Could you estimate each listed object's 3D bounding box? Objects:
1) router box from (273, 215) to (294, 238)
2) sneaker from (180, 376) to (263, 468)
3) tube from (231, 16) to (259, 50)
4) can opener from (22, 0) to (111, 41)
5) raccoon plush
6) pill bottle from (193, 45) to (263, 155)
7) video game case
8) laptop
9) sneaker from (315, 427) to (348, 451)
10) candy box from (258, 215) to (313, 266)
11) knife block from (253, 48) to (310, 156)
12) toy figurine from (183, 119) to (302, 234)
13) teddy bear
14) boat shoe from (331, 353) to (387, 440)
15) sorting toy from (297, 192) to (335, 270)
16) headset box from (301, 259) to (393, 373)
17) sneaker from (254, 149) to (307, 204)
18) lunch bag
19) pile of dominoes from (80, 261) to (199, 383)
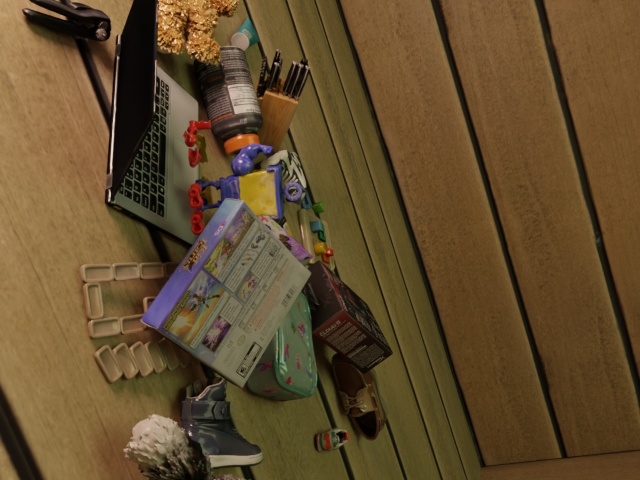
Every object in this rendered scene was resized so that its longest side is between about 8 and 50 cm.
[{"bbox_3d":[-0.115,0.029,1.527,0.179,0.046,0.133,-63,133,-61],"label":"router box"},{"bbox_3d":[-0.181,0.344,1.081,0.226,0.086,0.163,35,46,-58],"label":"sneaker"},{"bbox_3d":[-0.219,-0.616,1.719,0.207,0.052,0.080,-79,152,-60],"label":"tube"},{"bbox_3d":[-0.437,-0.384,0.998,0.186,0.073,0.059,-30,143,-66],"label":"can opener"},{"bbox_3d":[-0.094,0.468,0.849,0.446,0.299,0.216,60,44,-38],"label":"raccoon plush"},{"bbox_3d":[-0.218,-0.334,1.401,0.130,0.130,0.245,-12,87,-69],"label":"pill bottle"},{"bbox_3d":[-0.162,0.101,1.069,0.269,0.061,0.244,-59,135,-20],"label":"video game case"},{"bbox_3d":[-0.264,-0.245,1.070,0.408,0.236,0.381,39,42,-58],"label":"laptop"},{"bbox_3d":[0.049,0.537,1.550,0.161,0.075,0.057,27,51,-63],"label":"sneaker"},{"bbox_3d":[-0.134,0.007,1.330,0.196,0.070,0.165,43,18,11],"label":"candy box"},{"bbox_3d":[-0.099,-0.379,1.579,0.275,0.242,0.088,55,29,-43],"label":"knife block"},{"bbox_3d":[-0.141,-0.062,1.148,0.191,0.217,0.362,-116,-158,-77],"label":"toy figurine"},{"bbox_3d":[-0.303,-0.545,1.283,0.245,0.113,0.338,19,61,-19],"label":"teddy bear"},{"bbox_3d":[0.120,0.472,1.722,0.324,0.123,0.116,61,28,-26],"label":"boat shoe"},{"bbox_3d":[0.000,0.000,1.843,0.196,0.047,0.347,23,55,-65],"label":"sorting toy"},{"bbox_3d":[0.051,0.206,1.598,0.293,0.110,0.218,44,12,-38],"label":"headset box"},{"bbox_3d":[-0.098,-0.170,1.641,0.153,0.094,0.235,65,11,-2],"label":"sneaker"},{"bbox_3d":[-0.091,0.231,1.360,0.224,0.108,0.279,43,37,-55],"label":"lunch bag"},{"bbox_3d":[-0.309,0.137,0.996,0.251,0.040,0.195,3,77,-60],"label":"pile of dominoes"}]
